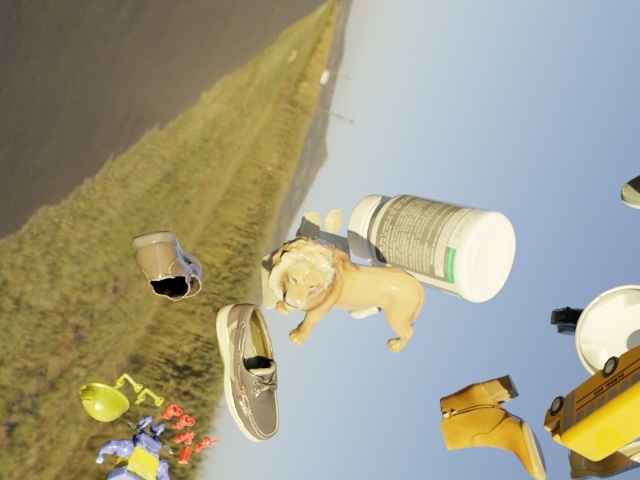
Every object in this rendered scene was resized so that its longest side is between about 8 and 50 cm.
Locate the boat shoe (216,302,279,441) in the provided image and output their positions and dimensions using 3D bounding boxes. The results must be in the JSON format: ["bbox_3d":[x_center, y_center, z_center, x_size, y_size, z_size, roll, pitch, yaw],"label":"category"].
[{"bbox_3d":[-0.132,0.262,1.345,0.092,0.103,0.285,-14,-93,44],"label":"boat shoe"}]

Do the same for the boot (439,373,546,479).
[{"bbox_3d":[0.408,0.479,1.644,0.211,0.104,0.295,-29,-141,17],"label":"boot"}]

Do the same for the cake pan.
[{"bbox_3d":[0.851,0.263,1.873,0.054,0.293,0.293,-53,164,-81],"label":"cake pan"}]

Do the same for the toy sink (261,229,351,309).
[{"bbox_3d":[-0.035,0.091,1.783,0.234,0.131,0.153,-29,-124,43],"label":"toy sink"}]

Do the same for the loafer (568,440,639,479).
[{"bbox_3d":[0.633,0.481,1.516,0.268,0.102,0.092,119,-42,-61],"label":"loafer"}]

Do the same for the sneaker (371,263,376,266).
[{"bbox_3d":[0.175,0.019,2.006,0.089,0.170,0.051,-35,161,18],"label":"sneaker"}]

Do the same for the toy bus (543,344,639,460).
[{"bbox_3d":[0.590,0.341,1.370,0.333,0.108,0.130,-60,-177,44],"label":"toy bus"}]

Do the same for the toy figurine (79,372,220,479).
[{"bbox_3d":[-0.431,0.508,1.603,0.191,0.362,0.217,-19,-141,29],"label":"toy figurine"}]

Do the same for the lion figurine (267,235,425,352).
[{"bbox_3d":[0.066,0.093,1.251,0.240,0.392,0.142,-59,-139,39],"label":"lion figurine"}]

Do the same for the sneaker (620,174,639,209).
[{"bbox_3d":[0.799,-0.155,1.552,0.295,0.178,0.124,-18,-122,51],"label":"sneaker"}]

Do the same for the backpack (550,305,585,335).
[{"bbox_3d":[0.746,0.242,2.017,0.114,0.105,0.084,159,-62,-77],"label":"backpack"}]

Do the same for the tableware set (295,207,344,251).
[{"bbox_3d":[0.000,0.000,1.487,0.020,0.168,0.141,19,-73,40],"label":"tableware set"}]

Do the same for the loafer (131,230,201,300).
[{"bbox_3d":[-0.378,0.094,1.664,0.366,0.134,0.130,74,3,-71],"label":"loafer"}]

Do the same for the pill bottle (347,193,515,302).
[{"bbox_3d":[0.245,0.002,1.567,0.361,0.204,0.204,17,-93,45],"label":"pill bottle"}]
